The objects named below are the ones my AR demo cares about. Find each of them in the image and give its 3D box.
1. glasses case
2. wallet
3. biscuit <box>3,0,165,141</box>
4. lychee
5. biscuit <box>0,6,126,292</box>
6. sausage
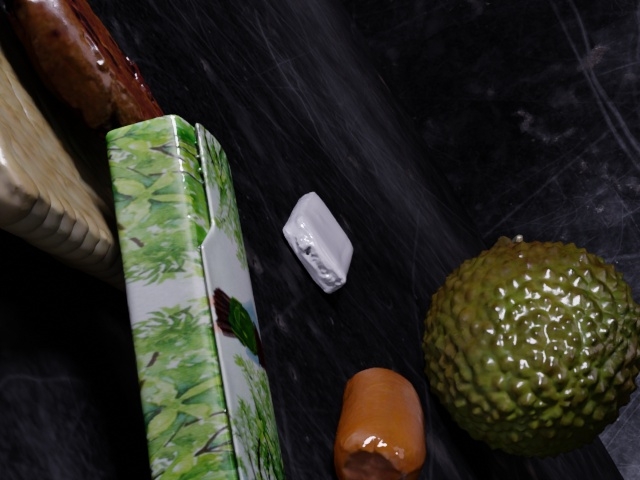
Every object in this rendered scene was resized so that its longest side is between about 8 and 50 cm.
[{"bbox_3d":[-0.065,0.065,0.752,0.095,0.062,0.272,65,11,-63],"label":"glasses case"},{"bbox_3d":[0.000,0.000,1.458,0.095,0.033,0.190,54,11,-5],"label":"wallet"},{"bbox_3d":[-0.159,-0.124,0.857,0.192,0.049,0.192,53,0,0],"label":"biscuit"},{"bbox_3d":[0.251,0.124,1.578,0.270,0.270,0.320,57,3,3],"label":"lychee"},{"bbox_3d":[-0.179,-0.069,0.781,0.217,0.044,0.325,61,2,12],"label":"biscuit"},{"bbox_3d":[0.052,0.162,1.130,0.076,0.076,0.197,55,10,-8],"label":"sausage"}]
